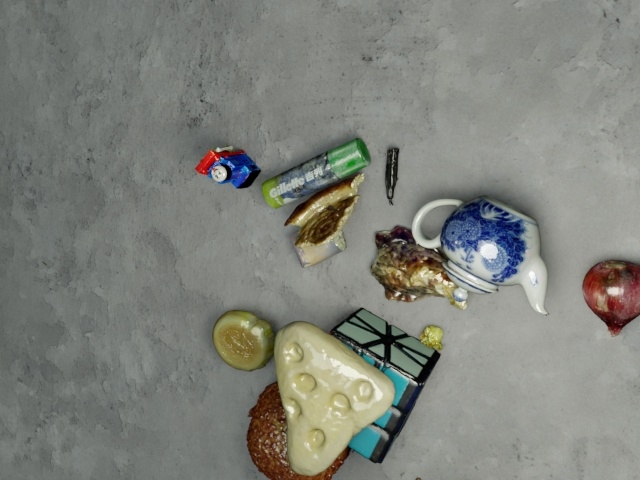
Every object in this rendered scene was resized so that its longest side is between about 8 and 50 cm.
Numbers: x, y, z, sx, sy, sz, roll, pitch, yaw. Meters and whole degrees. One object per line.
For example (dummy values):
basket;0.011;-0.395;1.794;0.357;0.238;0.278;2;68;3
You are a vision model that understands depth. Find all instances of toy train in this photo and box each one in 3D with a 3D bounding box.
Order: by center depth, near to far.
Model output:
toy train;-0.276;-0.220;1.840;0.131;0.204;0.083;48;111;5

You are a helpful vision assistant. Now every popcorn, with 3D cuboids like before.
popcorn;0.323;0.280;1.743;0.068;0.059;0.083;-34;92;22

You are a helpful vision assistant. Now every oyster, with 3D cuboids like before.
oyster;0.263;0.088;1.723;0.271;0.100;0.275;-18;94;38

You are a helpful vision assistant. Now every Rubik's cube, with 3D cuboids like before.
Rubik's cube;0.135;0.395;1.711;0.288;0.293;0.283;30;109;17

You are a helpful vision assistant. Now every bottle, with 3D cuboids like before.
bottle;-0.015;-0.196;1.798;0.330;0.093;0.093;-23;88;23

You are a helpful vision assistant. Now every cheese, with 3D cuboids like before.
cheese;-0.031;0.387;1.553;0.328;0.129;0.351;44;108;9

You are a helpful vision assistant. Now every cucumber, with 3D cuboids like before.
cucumber;0.205;-0.182;1.745;0.039;0.043;0.163;-2;102;-20

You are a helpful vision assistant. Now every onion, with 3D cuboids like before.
onion;0.731;0.146;1.516;0.159;0.159;0.194;2;109;21

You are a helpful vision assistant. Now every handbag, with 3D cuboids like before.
handbag;0.000;0.000;1.817;0.173;0.095;0.117;-26;86;25

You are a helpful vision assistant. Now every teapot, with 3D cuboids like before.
teapot;0.416;0.035;1.567;0.424;0.252;0.280;34;105;28

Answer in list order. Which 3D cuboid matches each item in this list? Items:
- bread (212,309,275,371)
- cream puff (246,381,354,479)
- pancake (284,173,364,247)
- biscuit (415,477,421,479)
bread;-0.239;0.316;1.945;0.213;0.105;0.213;3;100;19
cream puff;-0.078;0.595;1.853;0.350;0.229;0.350;2;95;23
pancake;0.002;-0.088;1.777;0.212;0.056;0.257;9;59;46
biscuit;0.297;0.760;1.835;0.092;0.016;0.082;33;102;14
